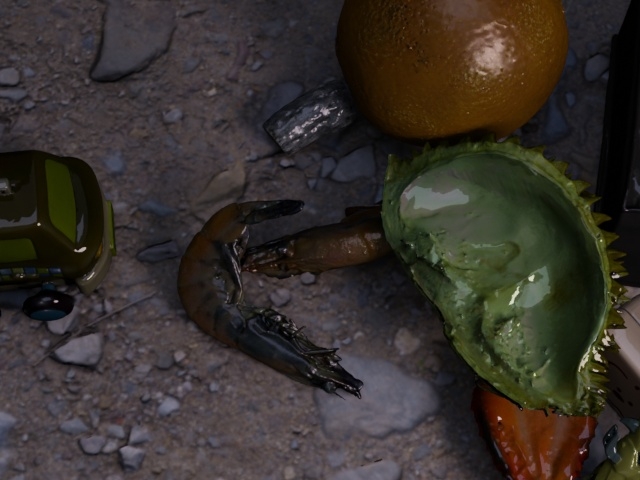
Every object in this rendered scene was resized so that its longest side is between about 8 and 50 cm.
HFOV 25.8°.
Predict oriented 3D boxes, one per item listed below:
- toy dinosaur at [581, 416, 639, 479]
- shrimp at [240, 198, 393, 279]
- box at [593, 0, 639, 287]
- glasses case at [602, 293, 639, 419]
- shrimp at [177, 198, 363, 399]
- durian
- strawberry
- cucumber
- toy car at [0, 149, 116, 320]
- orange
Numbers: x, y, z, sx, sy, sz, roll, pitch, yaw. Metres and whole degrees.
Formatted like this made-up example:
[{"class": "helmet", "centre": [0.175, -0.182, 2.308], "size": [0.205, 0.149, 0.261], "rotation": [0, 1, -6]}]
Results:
[{"class": "toy dinosaur", "centre": [0.320, 0.317, 1.497], "size": [0.153, 0.094, 0.259], "rotation": [36, 101, 3]}, {"class": "shrimp", "centre": [-0.002, 0.008, 1.653], "size": [0.262, 0.117, 0.066], "rotation": [-11, 104, 9]}, {"class": "box", "centre": [0.465, -0.125, 1.629], "size": [0.251, 0.204, 0.345], "rotation": [8, 69, 3]}, {"class": "glasses case", "centre": [0.423, 0.218, 1.527], "size": [0.076, 0.144, 0.336], "rotation": [-34, 72, -15]}, {"class": "shrimp", "centre": [-0.034, 0.060, 1.584], "size": [0.262, 0.051, 0.198], "rotation": [33, 112, 8]}, {"class": "durian", "centre": [0.209, 0.024, 1.506], "size": [0.198, 0.163, 0.394], "rotation": [-8, 55, -24]}, {"class": "strawberry", "centre": [0.241, 0.205, 1.556], "size": [0.140, 0.085, 0.192], "rotation": [-30, 66, -8]}, {"class": "cucumber", "centre": [-0.014, -0.148, 1.707], "size": [0.112, 0.064, 0.064], "rotation": [-30, 72, -12]}, {"class": "toy car", "centre": [-0.366, -0.026, 1.578], "size": [0.248, 0.198, 0.204], "rotation": [-6, 69, -3]}, {"class": "orange", "centre": [0.152, -0.238, 1.638], "size": [0.274, 0.274, 0.274], "rotation": [0, 68, -1]}]
